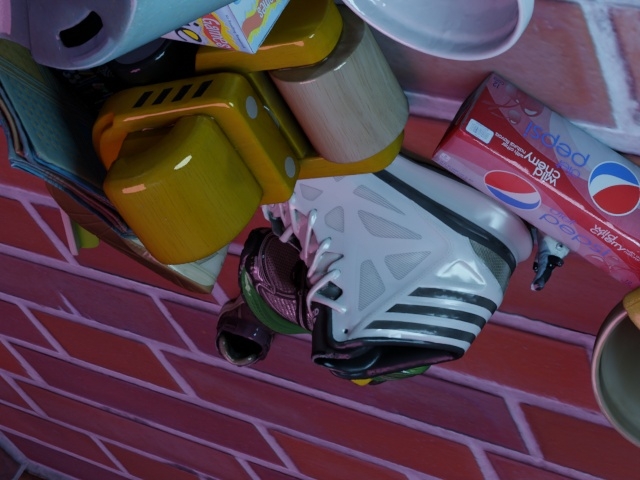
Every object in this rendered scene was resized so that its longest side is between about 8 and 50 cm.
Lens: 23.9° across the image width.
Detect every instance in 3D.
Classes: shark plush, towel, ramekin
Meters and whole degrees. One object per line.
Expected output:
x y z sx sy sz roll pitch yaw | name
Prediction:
0.257 0.011 1.652 0.073 0.161 0.067 25 126 -13 | shark plush
-0.336 -0.181 1.746 0.370 0.040 0.271 59 -170 28 | towel
0.107 -0.266 1.320 0.207 0.109 0.207 25 156 12 | ramekin

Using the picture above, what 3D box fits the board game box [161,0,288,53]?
-0.167 -0.303 1.520 0.275 0.144 0.142 14 151 32 | board game box

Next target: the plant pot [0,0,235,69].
-0.107 -0.304 1.089 0.341 0.334 0.341 26 137 28 | plant pot

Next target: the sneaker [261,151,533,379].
0.000 0.000 1.773 0.447 0.257 0.169 25 156 13 | sneaker

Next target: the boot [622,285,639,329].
0.469 0.093 1.520 0.295 0.104 0.211 35 134 -16 | boot

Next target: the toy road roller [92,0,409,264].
-0.090 -0.107 1.613 0.329 0.240 0.202 -6 139 27 | toy road roller

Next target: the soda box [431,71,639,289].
0.255 -0.060 1.581 0.263 0.083 0.092 33 156 -4 | soda box

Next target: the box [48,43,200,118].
-0.220 -0.235 1.742 0.220 0.051 0.175 -18 130 34 | box

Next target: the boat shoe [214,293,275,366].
-0.126 0.156 2.424 0.103 0.092 0.285 33 156 -4 | boat shoe

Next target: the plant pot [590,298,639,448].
0.420 0.122 1.658 0.237 0.110 0.237 7 122 12 | plant pot

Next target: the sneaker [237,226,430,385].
0.027 0.083 2.096 0.343 0.134 0.146 35 151 -31 | sneaker

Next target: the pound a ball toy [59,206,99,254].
-0.253 -0.077 2.116 0.208 0.135 0.319 3 153 0 | pound a ball toy

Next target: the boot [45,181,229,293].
-0.201 -0.077 1.920 0.262 0.203 0.095 34 164 -24 | boot
